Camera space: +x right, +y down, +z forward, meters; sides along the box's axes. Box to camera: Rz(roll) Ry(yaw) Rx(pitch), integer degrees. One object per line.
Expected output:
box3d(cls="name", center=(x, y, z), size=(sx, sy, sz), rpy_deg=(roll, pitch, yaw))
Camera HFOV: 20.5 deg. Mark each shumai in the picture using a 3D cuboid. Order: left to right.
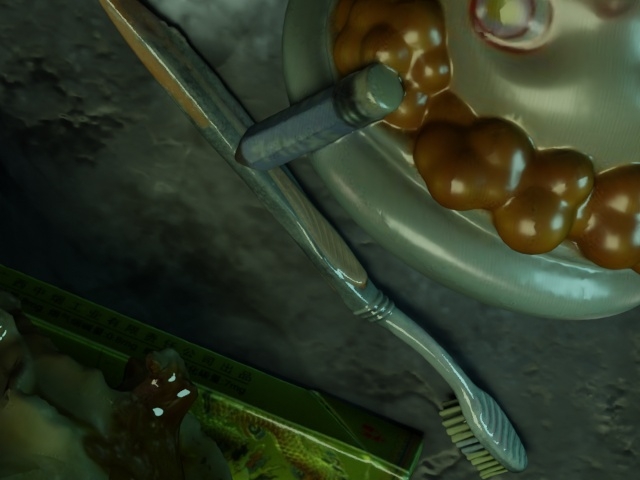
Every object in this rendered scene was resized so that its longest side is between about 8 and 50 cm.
box3d(cls="shumai", center=(-0.184, 0.156, 0.973), size=(0.262, 0.267, 0.314), rpy_deg=(23, 89, -13))

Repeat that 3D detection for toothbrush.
box3d(cls="toothbrush", center=(0.000, 0.000, 0.989), size=(0.037, 0.028, 0.375), rpy_deg=(-24, 114, 39))

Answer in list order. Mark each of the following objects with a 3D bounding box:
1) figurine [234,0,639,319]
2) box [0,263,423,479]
box3d(cls="figurine", center=(0.131, -0.159, 0.762), size=(0.225, 0.205, 0.382), rpy_deg=(20, 107, -14))
box3d(cls="box", center=(-0.107, 0.133, 1.108), size=(0.311, 0.043, 0.173), rpy_deg=(22, 127, 4))
